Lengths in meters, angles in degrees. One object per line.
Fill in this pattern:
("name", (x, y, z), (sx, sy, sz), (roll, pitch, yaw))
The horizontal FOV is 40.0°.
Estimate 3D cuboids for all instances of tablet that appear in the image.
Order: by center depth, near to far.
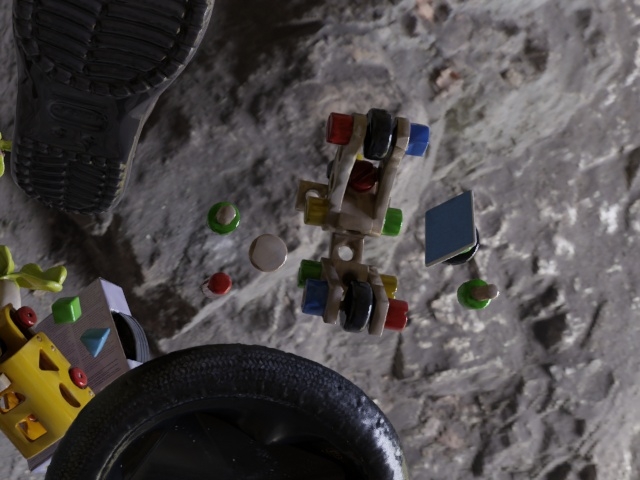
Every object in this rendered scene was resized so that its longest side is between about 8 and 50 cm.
("tablet", (0.121, -0.012, 0.824), (0.006, 0.054, 0.083), (47, 30, -28))

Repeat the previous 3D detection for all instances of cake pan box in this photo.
("cake pan box", (-0.420, 0.231, 1.525), (0.070, 0.267, 0.246), (32, 24, -57))

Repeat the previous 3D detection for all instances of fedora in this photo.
("fedora", (-0.090, 0.224, 0.817), (0.334, 0.152, 0.334), (-4, 104, -17))

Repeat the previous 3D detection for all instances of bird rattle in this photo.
("bird rattle", (-0.490, 0.129, 1.275), (0.143, 0.253, 0.207), (29, 14, -31))

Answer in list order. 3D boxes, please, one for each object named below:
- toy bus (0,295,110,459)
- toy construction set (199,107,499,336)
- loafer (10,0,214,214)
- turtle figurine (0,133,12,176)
("toy bus", (-0.372, 0.164, 1.065), (0.202, 0.104, 0.191), (9, 106, 2))
("toy construction set", (0.000, 0.000, 1.043), (0.308, 0.237, 0.257), (-16, 88, -14))
("loafer", (-0.179, -0.171, 0.716), (0.133, 0.366, 0.130), (19, 50, -19))
("turtle figurine", (-0.737, -0.203, 1.900), (0.269, 0.087, 0.217), (18, 22, -17))
